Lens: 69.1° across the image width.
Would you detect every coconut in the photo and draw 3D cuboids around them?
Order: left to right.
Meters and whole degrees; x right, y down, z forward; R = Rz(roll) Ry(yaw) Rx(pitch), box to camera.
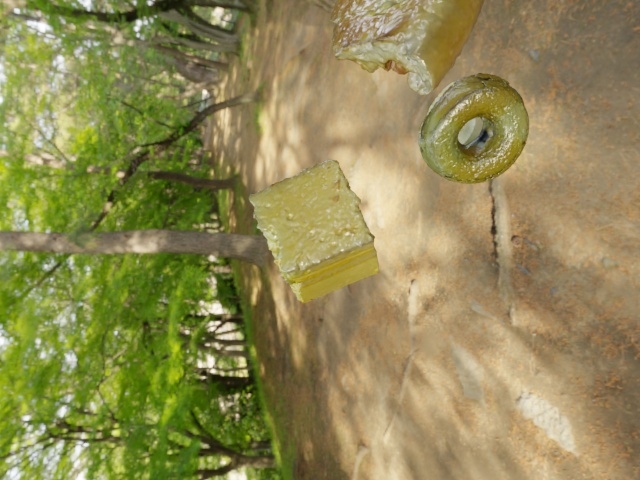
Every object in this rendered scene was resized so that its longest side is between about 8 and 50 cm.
[{"bbox_3d":[0.485,-0.372,1.496,0.239,0.245,0.239,-51,30,46],"label":"coconut"}]

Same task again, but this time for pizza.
[{"bbox_3d":[0.069,-0.204,0.378,0.134,0.056,0.270,-32,40,25],"label":"pizza"}]

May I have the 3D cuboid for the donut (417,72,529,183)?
[{"bbox_3d":[0.373,-0.256,1.115,0.107,0.272,0.271,-82,6,-68],"label":"donut"}]

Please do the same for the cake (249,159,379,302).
[{"bbox_3d":[0.000,0.000,1.075,0.286,0.228,0.222,63,-174,-65],"label":"cake"}]
